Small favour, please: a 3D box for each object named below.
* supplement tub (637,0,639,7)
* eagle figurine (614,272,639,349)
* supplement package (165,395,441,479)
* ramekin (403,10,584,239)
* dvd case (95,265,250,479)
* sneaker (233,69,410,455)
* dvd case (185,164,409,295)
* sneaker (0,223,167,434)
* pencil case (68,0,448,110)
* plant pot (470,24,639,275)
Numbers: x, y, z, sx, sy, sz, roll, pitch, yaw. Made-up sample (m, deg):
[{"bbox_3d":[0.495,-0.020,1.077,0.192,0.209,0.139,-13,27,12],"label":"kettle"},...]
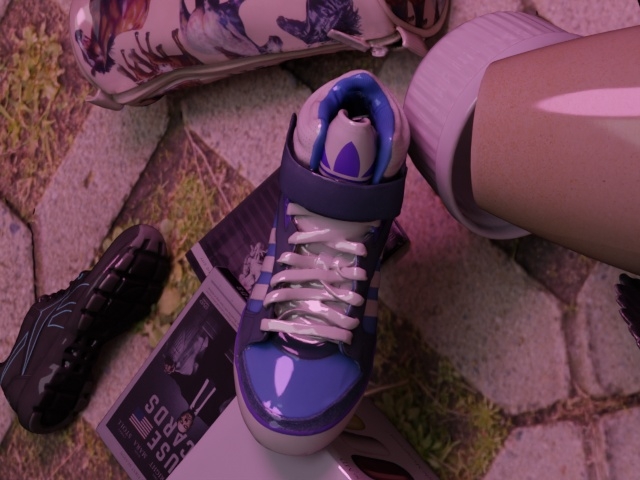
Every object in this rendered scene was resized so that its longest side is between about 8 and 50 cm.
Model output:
[{"bbox_3d":[0.349,-0.226,1.643,0.117,0.117,0.190,-24,66,26],"label":"supplement tub"},{"bbox_3d":[0.375,0.167,1.494,0.298,0.225,0.226,15,107,23],"label":"eagle figurine"},{"bbox_3d":[0.005,0.249,1.699,0.149,0.203,0.194,-51,58,13],"label":"supplement package"},{"bbox_3d":[0.173,-0.116,1.683,0.207,0.207,0.109,-55,46,10],"label":"ramekin"},{"bbox_3d":[-0.122,0.173,1.891,0.238,0.030,0.179,-53,57,17],"label":"dvd case"},{"bbox_3d":[0.001,0.000,1.595,0.130,0.236,0.322,12,52,7],"label":"sneaker"},{"bbox_3d":[-0.028,0.008,1.890,0.221,0.018,0.164,-42,61,17],"label":"dvd case"},{"bbox_3d":[-0.271,0.082,1.980,0.106,0.101,0.267,43,102,35],"label":"sneaker"},{"bbox_3d":[-0.070,-0.246,1.892,0.410,0.160,0.183,-10,59,30],"label":"pencil case"},{"bbox_3d":[0.272,-0.078,1.501,0.274,0.256,0.256,7,82,17],"label":"plant pot"}]
